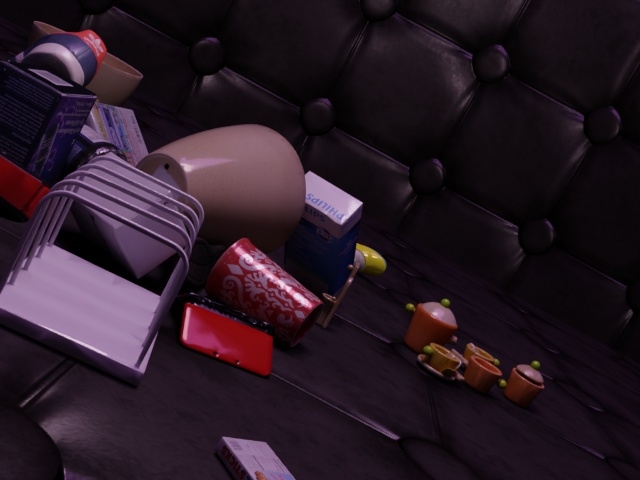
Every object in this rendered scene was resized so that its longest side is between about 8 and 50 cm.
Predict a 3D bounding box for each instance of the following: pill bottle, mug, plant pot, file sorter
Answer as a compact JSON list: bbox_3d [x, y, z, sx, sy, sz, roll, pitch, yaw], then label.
[{"bbox_3d":[-0.424,-0.135,1.532,0.219,0.123,0.122,35,12,31],"label":"pill bottle"},{"bbox_3d":[-0.081,0.088,1.401,0.169,0.113,0.150,35,13,15],"label":"mug"},{"bbox_3d":[-0.202,-0.091,1.529,0.256,0.257,0.274,33,17,23],"label":"plant pot"},{"bbox_3d":[-0.607,-0.386,2.096,0.284,0.191,0.284,27,10,-5],"label":"plant pot"},{"bbox_3d":[-0.262,0.018,1.060,0.192,0.173,0.278,26,10,-10],"label":"file sorter"}]

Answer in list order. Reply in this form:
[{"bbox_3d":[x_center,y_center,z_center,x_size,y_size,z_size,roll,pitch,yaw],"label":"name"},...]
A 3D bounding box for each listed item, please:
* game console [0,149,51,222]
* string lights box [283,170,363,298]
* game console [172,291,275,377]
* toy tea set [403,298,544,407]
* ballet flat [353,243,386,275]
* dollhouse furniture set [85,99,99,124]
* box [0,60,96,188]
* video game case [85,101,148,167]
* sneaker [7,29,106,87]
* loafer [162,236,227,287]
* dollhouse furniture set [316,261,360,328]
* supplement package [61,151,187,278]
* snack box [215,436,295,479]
[{"bbox_3d":[-0.525,-0.141,0.952,0.386,0.060,0.342,16,-17,19],"label":"game console"},{"bbox_3d":[0.000,0.000,1.705,0.133,0.077,0.260,33,-34,20],"label":"string lights box"},{"bbox_3d":[-0.146,0.139,1.229,0.144,0.085,0.124,25,-21,-22],"label":"game console"},{"bbox_3d":[0.327,0.227,1.773,0.336,0.124,0.200,23,11,-29],"label":"toy tea set"},{"bbox_3d":[0.065,0.035,2.223,0.231,0.077,0.077,32,31,34],"label":"ballet flat"},{"bbox_3d":[-0.548,-0.218,1.718,0.183,0.129,0.129,-1,10,2],"label":"dollhouse furniture set"},{"bbox_3d":[-0.457,-0.159,1.311,0.108,0.207,0.153,29,11,0],"label":"box"},{"bbox_3d":[-0.395,-0.171,1.711,0.193,0.023,0.213,-12,82,-75],"label":"video game case"},{"bbox_3d":[-0.511,-0.277,1.513,0.131,0.350,0.148,60,39,-25],"label":"sneaker"},{"bbox_3d":[-0.221,0.036,1.412,0.078,0.080,0.220,7,-5,12],"label":"loafer"},{"bbox_3d":[-0.023,0.071,1.594,0.151,0.123,0.144,29,10,1],"label":"dollhouse furniture set"},{"bbox_3d":[-0.301,-0.041,1.301,0.179,0.105,0.105,30,-33,40],"label":"supplement package"},{"bbox_3d":[-0.041,0.263,0.866,0.064,0.022,0.178,21,12,-41],"label":"snack box"}]
